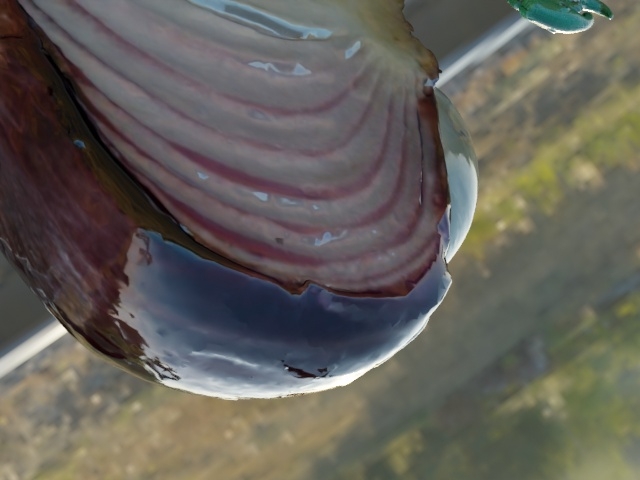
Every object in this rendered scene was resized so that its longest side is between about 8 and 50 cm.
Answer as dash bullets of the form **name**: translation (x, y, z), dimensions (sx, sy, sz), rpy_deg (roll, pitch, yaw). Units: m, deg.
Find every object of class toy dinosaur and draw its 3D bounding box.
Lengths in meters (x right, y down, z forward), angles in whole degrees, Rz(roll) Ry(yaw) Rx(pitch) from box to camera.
- **toy dinosaur**: translation (0.202, -0.205, 1.633), dimensions (0.132, 0.096, 0.059), rpy_deg (1, 126, -43)

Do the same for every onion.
- **onion**: translation (-0.057, -0.035, 0.515), dimensions (0.151, 0.206, 0.098), rpy_deg (0, 141, -27)

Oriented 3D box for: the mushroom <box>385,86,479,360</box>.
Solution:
- **mushroom**: translation (0.000, 0.000, 1.300), dimensions (0.243, 0.243, 0.243), rpy_deg (-35, 170, -7)
